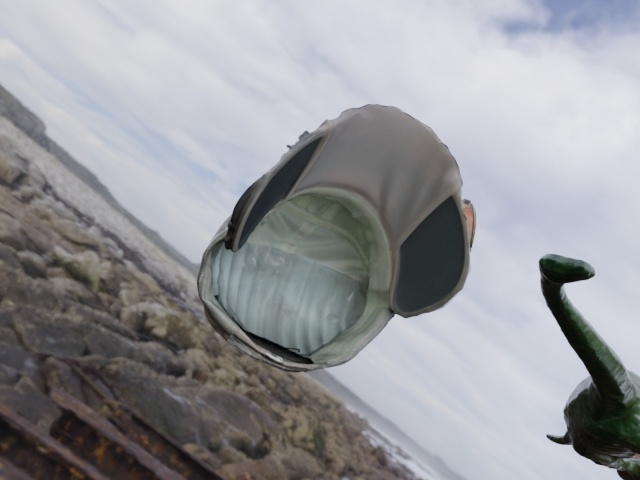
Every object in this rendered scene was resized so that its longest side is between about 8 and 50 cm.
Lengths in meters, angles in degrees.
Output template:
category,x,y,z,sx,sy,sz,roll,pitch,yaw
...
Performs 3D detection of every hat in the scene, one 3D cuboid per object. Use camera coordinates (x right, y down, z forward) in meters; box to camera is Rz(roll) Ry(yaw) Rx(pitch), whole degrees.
category,x,y,z,sx,sy,sz,roll,pitch,yaw
hat,0.005,-0.005,0.605,0.232,0.275,0.161,21,26,-27

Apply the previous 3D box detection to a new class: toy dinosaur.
category,x,y,z,sx,sy,sz,roll,pitch,yaw
toy dinosaur,0.237,0.150,0.605,0.301,0.087,0.447,22,-24,-4

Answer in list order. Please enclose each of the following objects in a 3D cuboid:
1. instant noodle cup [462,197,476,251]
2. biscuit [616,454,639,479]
category,x,y,z,sx,sy,sz,roll,pitch,yaw
instant noodle cup,0.220,-0.007,1.428,0.183,0.230,0.230,15,-9,-7
biscuit,0.629,0.385,0.985,0.278,0.043,0.301,29,-39,-11
